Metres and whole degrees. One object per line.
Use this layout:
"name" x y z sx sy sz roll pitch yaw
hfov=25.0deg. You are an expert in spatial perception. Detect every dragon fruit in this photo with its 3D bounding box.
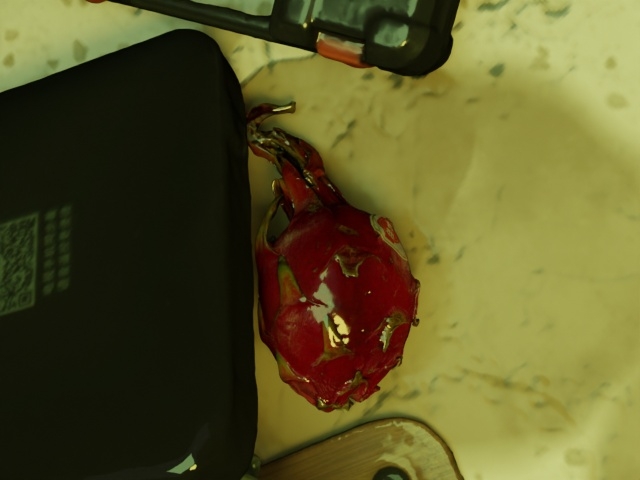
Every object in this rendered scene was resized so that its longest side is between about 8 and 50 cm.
"dragon fruit" 0.000 0.000 0.814 0.094 0.094 0.190 -20 72 18

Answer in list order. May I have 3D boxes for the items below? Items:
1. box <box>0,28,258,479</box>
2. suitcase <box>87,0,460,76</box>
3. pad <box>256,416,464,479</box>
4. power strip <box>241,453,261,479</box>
"box" -0.170 0.034 0.825 0.289 0.073 0.290 -17 56 18
"suitcase" -0.041 -0.221 0.836 0.286 0.066 0.206 17 95 19
"pad" -0.009 0.275 0.851 0.287 0.018 0.284 -24 82 16
"power strip" -0.010 0.213 0.735 0.261 0.229 0.141 28 94 51
